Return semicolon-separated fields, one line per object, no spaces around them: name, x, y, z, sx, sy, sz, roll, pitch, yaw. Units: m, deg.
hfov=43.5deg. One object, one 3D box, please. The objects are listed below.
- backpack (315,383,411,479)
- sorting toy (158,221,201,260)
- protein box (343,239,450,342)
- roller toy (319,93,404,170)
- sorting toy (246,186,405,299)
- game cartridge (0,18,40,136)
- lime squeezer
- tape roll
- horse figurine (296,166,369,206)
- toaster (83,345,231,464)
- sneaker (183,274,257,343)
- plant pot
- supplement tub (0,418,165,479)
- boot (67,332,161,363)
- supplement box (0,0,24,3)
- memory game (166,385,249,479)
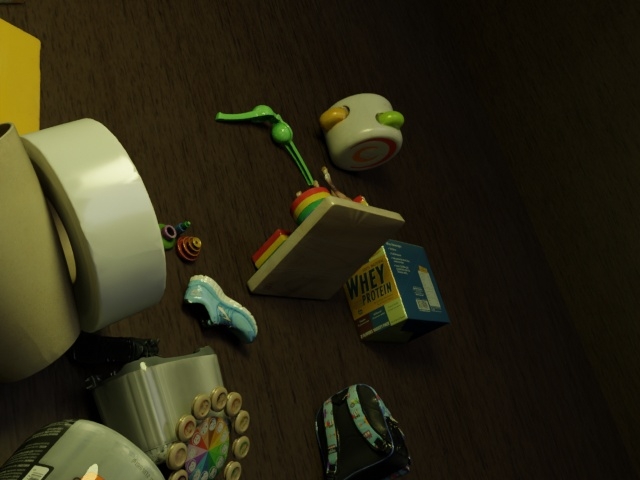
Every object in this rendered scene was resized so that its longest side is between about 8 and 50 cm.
backpack;0.074;0.368;1.510;0.117;0.158;0.173;40;22;-44
sorting toy;-0.254;-0.006;1.452;0.102;0.042;0.061;34;38;-36
protein box;0.170;0.120;1.874;0.200;0.136;0.201;12;54;-51
roller toy;0.103;-0.283;2.082;0.191;0.209;0.146;88;-12;-66
sorting toy;0.000;0.000;1.630;0.257;0.255;0.089;11;39;-52
game cartridge;-0.560;-0.244;1.210;0.285;0.053;0.323;26;42;-44
lime squeezer;-0.110;-0.248;1.866;0.310;0.059;0.109;34;38;-38
tape roll;-0.327;-0.020;1.110;0.100;0.286;0.286;-24;84;-32
horse figurine;0.032;-0.076;1.907;0.174;0.066;0.263;58;28;-11
toaster;-0.231;0.248;1.178;0.227;0.129;0.146;1;65;-59
sneaker;-0.184;0.137;1.431;0.162;0.063;0.073;42;51;-19
plant pot;-0.424;0.034;0.999;0.274;0.257;0.256;64;27;-23
supplement tub;-0.321;0.370;0.859;0.207;0.207;0.338;52;31;-12
boot;-0.306;0.162;1.204;0.099;0.121;0.045;39;53;-81
supplement box;-0.561;-0.466;1.407;0.098;0.036;0.062;58;31;-2
memory game;-0.155;0.300;1.144;0.186;0.012;0.186;-15;107;-57
